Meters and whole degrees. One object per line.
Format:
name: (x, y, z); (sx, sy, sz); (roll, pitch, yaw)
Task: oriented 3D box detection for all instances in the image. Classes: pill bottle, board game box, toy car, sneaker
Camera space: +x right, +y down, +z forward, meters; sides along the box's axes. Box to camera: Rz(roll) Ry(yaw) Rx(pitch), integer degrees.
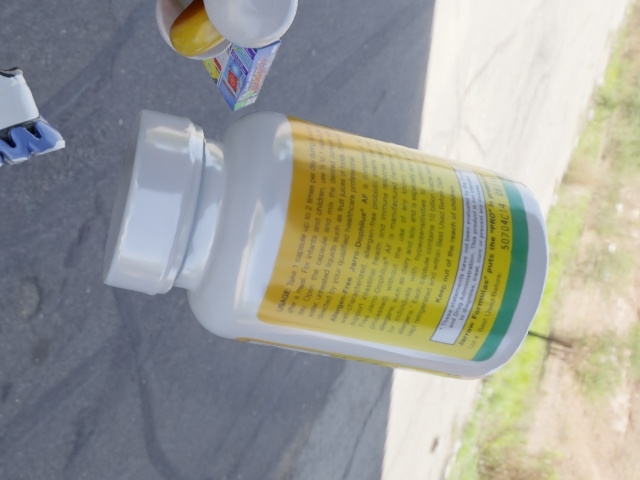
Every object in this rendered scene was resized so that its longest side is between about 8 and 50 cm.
pill bottle: (0.000, 0.000, 0.439); (0.117, 0.208, 0.118); (-168, -90, -73)
board game box: (-0.129, -0.276, 1.025); (0.035, 0.201, 0.136); (-26, 169, -26)
toy car: (-0.067, -0.236, 0.680); (0.182, 0.159, 0.136); (-43, 115, -22)
sneaker: (-0.512, -0.160, 1.090); (0.315, 0.127, 0.182); (-21, 98, -26)
